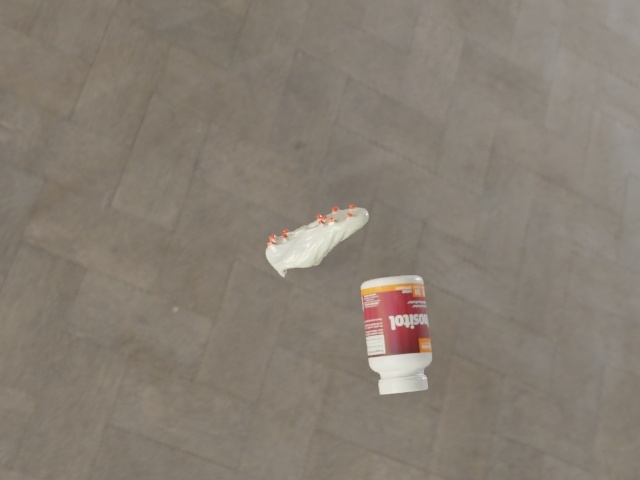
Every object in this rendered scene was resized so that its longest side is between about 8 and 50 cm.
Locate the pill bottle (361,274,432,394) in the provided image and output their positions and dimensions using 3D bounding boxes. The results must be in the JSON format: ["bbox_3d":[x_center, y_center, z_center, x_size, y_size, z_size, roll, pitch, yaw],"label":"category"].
[{"bbox_3d":[0.103,0.126,1.444,0.086,0.086,0.152,-2,81,-28],"label":"pill bottle"}]

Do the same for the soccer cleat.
[{"bbox_3d":[0.000,0.000,1.836,0.076,0.196,0.068,62,20,-18],"label":"soccer cleat"}]
